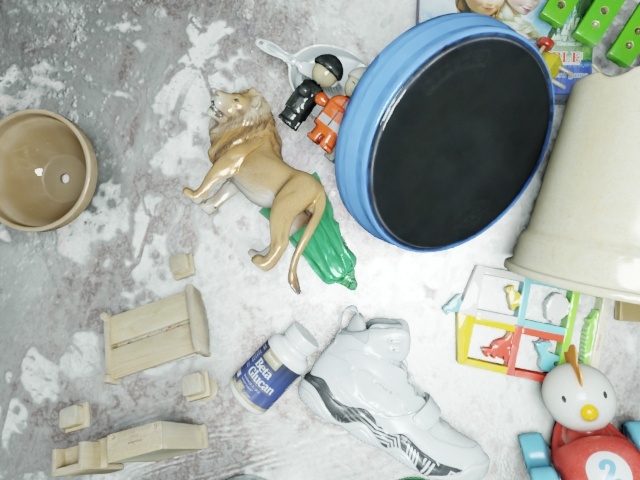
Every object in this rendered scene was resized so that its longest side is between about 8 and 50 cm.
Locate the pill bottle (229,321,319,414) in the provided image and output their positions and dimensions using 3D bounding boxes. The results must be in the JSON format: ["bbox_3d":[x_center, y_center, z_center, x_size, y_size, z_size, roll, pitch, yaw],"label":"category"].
[{"bbox_3d":[-0.085,0.240,0.889,0.094,0.094,0.169,44,93,5],"label":"pill bottle"}]

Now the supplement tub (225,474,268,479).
[{"bbox_3d":[-0.156,0.555,0.777,0.193,0.316,0.194,0,89,5],"label":"supplement tub"}]

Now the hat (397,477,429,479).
[{"bbox_3d":[0.171,0.535,0.810,0.173,0.183,0.208,-42,85,4],"label":"hat"}]

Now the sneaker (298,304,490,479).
[{"bbox_3d":[0.157,0.270,0.842,0.365,0.137,0.210,24,94,9],"label":"sneaker"}]

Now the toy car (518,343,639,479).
[{"bbox_3d":[0.439,0.296,0.768,0.219,0.210,0.238,-14,94,16],"label":"toy car"}]

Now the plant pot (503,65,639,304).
[{"bbox_3d":[0.477,-0.083,0.702,0.333,0.334,0.306,7,97,6],"label":"plant pot"}]

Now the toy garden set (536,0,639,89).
[{"bbox_3d":[0.482,-0.330,0.809,0.244,0.049,0.204,31,95,-1],"label":"toy garden set"}]

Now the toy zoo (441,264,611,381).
[{"bbox_3d":[0.376,0.159,0.877,0.293,0.030,0.193,11,90,6],"label":"toy zoo"}]

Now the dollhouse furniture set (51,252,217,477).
[{"bbox_3d":[-0.350,0.249,0.938,0.303,0.174,0.356,-18,63,5],"label":"dollhouse furniture set"}]

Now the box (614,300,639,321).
[{"bbox_3d":[0.637,0.054,0.859,0.164,0.021,0.202,3,89,6],"label":"box"}]

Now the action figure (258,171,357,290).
[{"bbox_3d":[0.000,0.000,0.900,0.137,0.063,0.232,-35,79,6],"label":"action figure"}]

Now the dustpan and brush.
[{"bbox_3d":[-0.031,-0.337,0.915,0.211,0.060,0.147,28,91,6],"label":"dustpan and brush"}]

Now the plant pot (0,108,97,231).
[{"bbox_3d":[-0.546,-0.134,0.937,0.237,0.110,0.238,0,89,5],"label":"plant pot"}]

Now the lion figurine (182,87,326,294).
[{"bbox_3d":[-0.097,-0.106,0.842,0.240,0.142,0.392,-46,68,-5],"label":"lion figurine"}]

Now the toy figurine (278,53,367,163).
[{"bbox_3d":[0.056,-0.209,0.822,0.209,0.213,0.148,34,97,-36],"label":"toy figurine"}]

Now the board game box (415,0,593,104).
[{"bbox_3d":[0.340,-0.423,0.877,0.318,0.066,0.318,2,89,4],"label":"board game box"}]

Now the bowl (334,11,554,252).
[{"bbox_3d":[0.213,-0.152,0.755,0.390,0.077,0.392,-13,124,-20],"label":"bowl"}]
